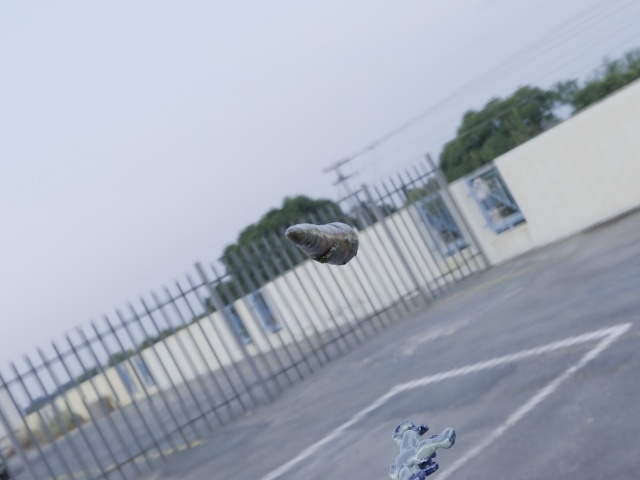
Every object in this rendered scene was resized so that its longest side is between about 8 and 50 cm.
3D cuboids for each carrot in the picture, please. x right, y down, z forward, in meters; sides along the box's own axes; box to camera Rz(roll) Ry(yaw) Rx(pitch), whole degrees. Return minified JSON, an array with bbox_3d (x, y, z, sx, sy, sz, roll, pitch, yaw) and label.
[{"bbox_3d":[0.000,0.000,0.934,0.049,0.049,0.254,-28,-8,9],"label":"carrot"}]

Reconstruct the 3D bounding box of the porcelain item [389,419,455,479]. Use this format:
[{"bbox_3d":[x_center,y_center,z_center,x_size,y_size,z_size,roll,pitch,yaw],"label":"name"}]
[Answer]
[{"bbox_3d":[0.094,0.194,0.870,0.075,0.021,0.136,-40,10,20],"label":"porcelain item"}]
